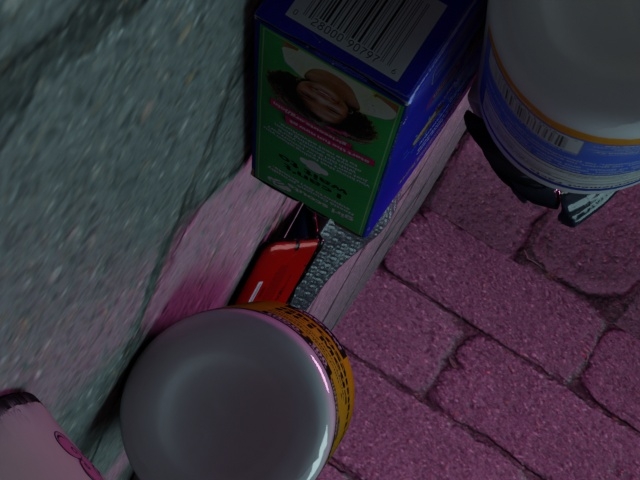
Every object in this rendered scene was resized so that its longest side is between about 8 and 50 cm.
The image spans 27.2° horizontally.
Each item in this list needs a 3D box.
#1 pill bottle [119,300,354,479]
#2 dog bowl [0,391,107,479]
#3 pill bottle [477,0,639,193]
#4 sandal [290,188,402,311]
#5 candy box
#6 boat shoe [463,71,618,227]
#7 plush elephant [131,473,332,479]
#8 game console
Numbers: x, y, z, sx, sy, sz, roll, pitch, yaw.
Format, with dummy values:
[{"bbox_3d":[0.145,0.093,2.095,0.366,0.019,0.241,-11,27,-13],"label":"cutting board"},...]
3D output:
[{"bbox_3d":[-0.065,0.153,1.277,0.188,0.188,0.334,-58,175,3],"label":"pill bottle"},{"bbox_3d":[-0.238,0.301,0.802,0.408,0.150,0.408,-56,175,-8],"label":"dog bowl"},{"bbox_3d":[0.177,-0.112,0.836,0.152,0.152,0.272,-57,171,-3],"label":"pill bottle"},{"bbox_3d":[-0.001,0.000,1.651,0.254,0.054,0.097,-47,140,0],"label":"sandal"},{"bbox_3d":[0.068,-0.171,0.964,0.268,0.122,0.317,-56,173,-15],"label":"candy box"},{"bbox_3d":[0.250,-0.168,1.086,0.340,0.127,0.158,-49,146,-10],"label":"boat shoe"},{"bbox_3d":[-0.095,0.325,1.606,0.330,0.255,0.272,-54,173,-33],"label":"plush elephant"},{"bbox_3d":[-0.062,0.028,1.501,0.124,0.085,0.144,-5,135,-42],"label":"game console"}]
